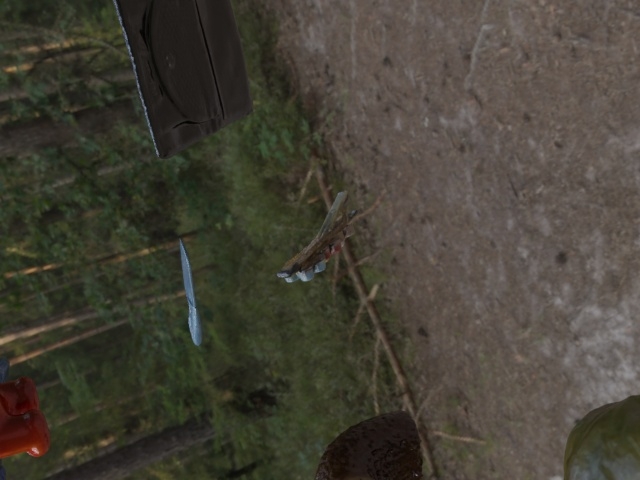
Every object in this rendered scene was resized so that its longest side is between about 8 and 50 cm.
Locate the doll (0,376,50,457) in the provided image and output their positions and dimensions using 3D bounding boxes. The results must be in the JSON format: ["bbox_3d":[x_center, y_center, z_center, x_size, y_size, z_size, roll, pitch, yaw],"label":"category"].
[{"bbox_3d":[-0.340,0.161,0.519,0.142,0.245,0.076,32,126,52],"label":"doll"}]

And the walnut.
[{"bbox_3d":[0.413,0.317,0.799,0.227,0.282,0.283,100,146,-82],"label":"walnut"}]

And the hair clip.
[{"bbox_3d":[0.003,0.006,0.906,0.062,0.214,0.056,-14,115,33],"label":"hair clip"}]

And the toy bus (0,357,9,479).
[{"bbox_3d":[-0.416,0.253,0.793,0.079,0.094,0.237,-168,83,-79],"label":"toy bus"}]

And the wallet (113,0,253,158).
[{"bbox_3d":[-0.184,-0.273,0.985,0.323,0.041,0.247,-53,-44,-63],"label":"wallet"}]

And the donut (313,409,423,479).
[{"bbox_3d":[0.047,0.297,0.841,0.144,0.186,0.126,-132,41,-52],"label":"donut"}]

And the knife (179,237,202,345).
[{"bbox_3d":[-0.212,0.092,1.116,0.044,0.019,0.313,56,157,27],"label":"knife"}]
